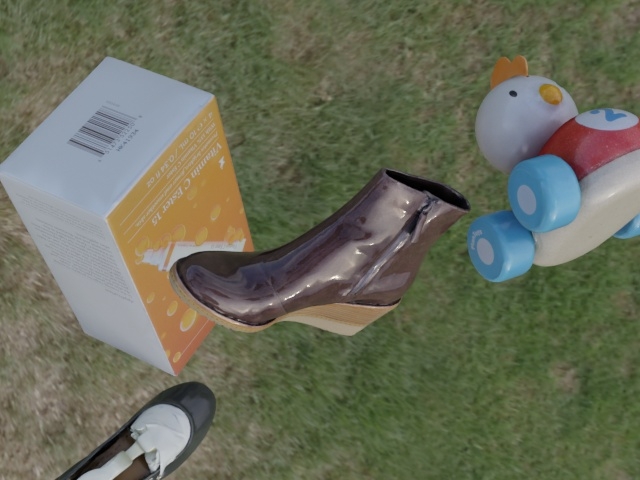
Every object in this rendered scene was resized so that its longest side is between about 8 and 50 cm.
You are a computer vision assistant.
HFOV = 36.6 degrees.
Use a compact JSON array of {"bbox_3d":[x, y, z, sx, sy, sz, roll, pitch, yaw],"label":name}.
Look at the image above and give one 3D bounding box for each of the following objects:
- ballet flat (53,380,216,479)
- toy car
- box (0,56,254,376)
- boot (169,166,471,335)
[{"bbox_3d":[-0.247,0.290,1.277,0.280,0.096,0.095,-40,88,-17],"label":"ballet flat"},{"bbox_3d":[0.245,-0.111,1.036,0.219,0.210,0.238,-17,67,-23],"label":"toy car"},{"bbox_3d":[-0.228,-0.022,1.241,0.168,0.345,0.215,22,59,22],"label":"box"},{"bbox_3d":[0.000,0.000,0.937,0.248,0.090,0.207,13,129,-34],"label":"boot"}]
